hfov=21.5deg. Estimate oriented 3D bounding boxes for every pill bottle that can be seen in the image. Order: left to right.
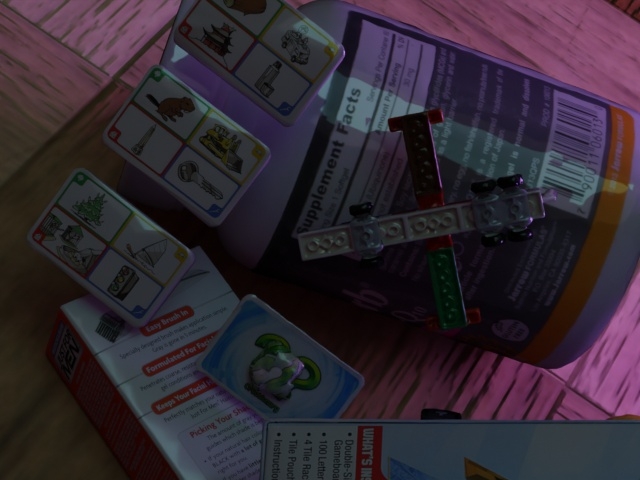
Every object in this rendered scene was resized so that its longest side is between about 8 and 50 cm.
[{"bbox_3d":[0.036,-0.042,0.958,0.278,0.162,0.162,19,50,-7],"label":"pill bottle"}]

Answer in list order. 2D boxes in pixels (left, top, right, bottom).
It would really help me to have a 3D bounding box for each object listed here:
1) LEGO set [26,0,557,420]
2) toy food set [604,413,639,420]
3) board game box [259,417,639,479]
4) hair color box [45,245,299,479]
[{"bbox_3d":[0.000,0.000,0.869,0.244,0.182,0.060,37,9,1],"label":"LEGO set"},{"bbox_3d":[0.171,0.177,0.907,0.128,0.071,0.218,19,50,-8],"label":"toy food set"},{"bbox_3d":[0.123,0.234,0.726,0.318,0.066,0.319,0,63,10],"label":"board game box"},{"bbox_3d":[-0.060,0.093,0.886,0.093,0.053,0.167,-24,68,-33],"label":"hair color box"}]
